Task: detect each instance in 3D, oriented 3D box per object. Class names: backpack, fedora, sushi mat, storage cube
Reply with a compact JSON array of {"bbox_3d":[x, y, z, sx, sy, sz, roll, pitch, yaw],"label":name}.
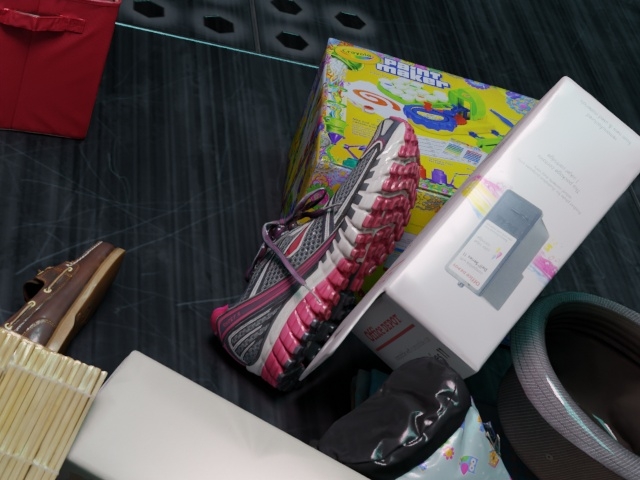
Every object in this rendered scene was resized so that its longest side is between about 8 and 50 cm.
[{"bbox_3d":[0.094,0.209,1.248,0.152,0.182,0.115,-35,31,-11],"label":"backpack"},{"bbox_3d":[0.283,0.178,1.428,0.275,0.124,0.243,29,37,-8],"label":"fedora"},{"bbox_3d":[-0.296,0.206,1.091,0.151,0.019,0.316,28,68,-10],"label":"sushi mat"},{"bbox_3d":[-0.350,-0.255,1.683,0.184,0.193,0.215,4,38,-23],"label":"storage cube"}]

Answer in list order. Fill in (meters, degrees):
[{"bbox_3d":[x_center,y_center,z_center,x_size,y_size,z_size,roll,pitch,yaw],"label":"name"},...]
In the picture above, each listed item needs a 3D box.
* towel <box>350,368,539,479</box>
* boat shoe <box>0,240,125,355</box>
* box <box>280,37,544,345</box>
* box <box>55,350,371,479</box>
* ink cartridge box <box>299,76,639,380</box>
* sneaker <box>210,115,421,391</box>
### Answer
[{"bbox_3d":[0.160,0.278,1.379,0.271,0.040,0.370,14,36,-9],"label":"towel"},{"bbox_3d":[-0.257,0.059,1.419,0.073,0.073,0.207,26,35,3],"label":"boat shoe"},{"bbox_3d":[0.115,-0.061,1.684,0.290,0.177,0.279,16,36,-7],"label":"box"},{"bbox_3d":[-0.059,0.236,1.193,0.311,0.148,0.121,26,52,15],"label":"box"},{"bbox_3d":[0.145,0.028,1.403,0.119,0.207,0.353,42,75,1],"label":"ink cartridge box"},{"bbox_3d":[0.000,0.000,1.465,0.112,0.299,0.121,32,-3,20],"label":"sneaker"}]
